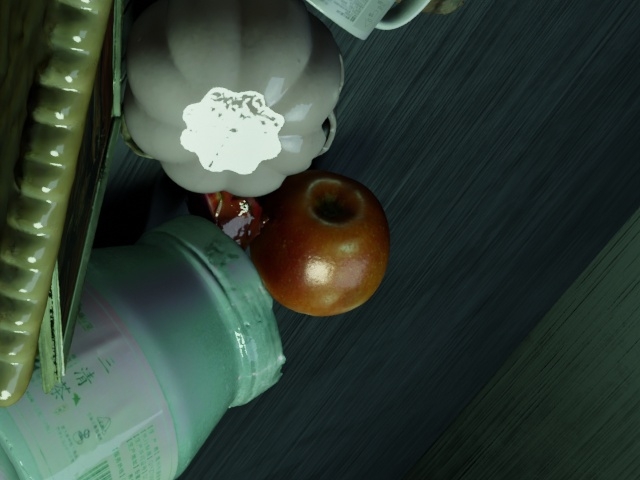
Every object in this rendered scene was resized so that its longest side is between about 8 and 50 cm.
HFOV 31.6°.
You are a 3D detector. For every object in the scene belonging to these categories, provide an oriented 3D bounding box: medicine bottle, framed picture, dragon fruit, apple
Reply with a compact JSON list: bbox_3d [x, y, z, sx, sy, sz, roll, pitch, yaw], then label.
[{"bbox_3d":[-0.202,0.121,1.037,0.290,0.245,0.245,-31,156,-35],"label":"medicine bottle"},{"bbox_3d":[-0.166,-0.058,0.803,0.016,0.273,0.216,9,145,-5],"label":"framed picture"},{"bbox_3d":[-0.090,-0.033,1.113,0.068,0.126,0.112,-20,-166,-17],"label":"dragon fruit"},{"bbox_3d":[0.000,0.000,1.276,0.163,0.163,0.139,-23,147,-42],"label":"apple"}]

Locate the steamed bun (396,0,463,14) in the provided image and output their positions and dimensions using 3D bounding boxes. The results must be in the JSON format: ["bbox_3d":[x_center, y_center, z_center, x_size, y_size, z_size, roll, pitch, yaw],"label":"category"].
[{"bbox_3d":[0.125,-0.280,1.039,0.175,0.106,0.145,-28,154,-41],"label":"steamed bun"}]

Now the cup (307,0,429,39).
[{"bbox_3d":[0.042,-0.242,0.885,0.142,0.173,0.134,-50,-159,12],"label":"cup"}]

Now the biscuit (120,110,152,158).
[{"bbox_3d":[-0.090,-0.112,1.037,0.219,0.061,0.055,-14,154,-51],"label":"biscuit"}]

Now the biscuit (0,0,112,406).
[{"bbox_3d":[-0.175,-0.094,0.613,0.044,0.217,0.324,0,118,-35],"label":"biscuit"}]

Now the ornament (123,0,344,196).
[{"bbox_3d":[-0.069,-0.128,0.894,0.177,0.177,0.177,-37,158,-17],"label":"ornament"}]
